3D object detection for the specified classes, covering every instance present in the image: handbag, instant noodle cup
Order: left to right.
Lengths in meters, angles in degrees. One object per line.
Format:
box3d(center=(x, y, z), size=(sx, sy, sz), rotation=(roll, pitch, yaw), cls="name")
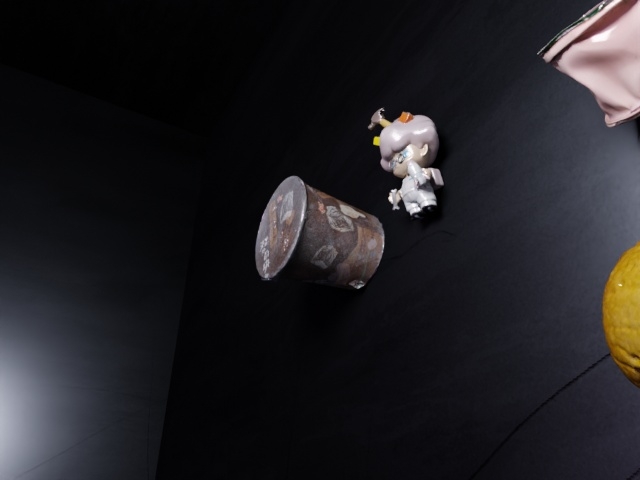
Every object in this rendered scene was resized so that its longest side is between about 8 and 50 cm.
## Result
box3d(center=(0.000, 0.000, 1.050), size=(0.217, 0.208, 0.217), rotation=(-40, 42, 48), cls="instant noodle cup")
box3d(center=(0.345, -0.224, 0.529), size=(0.179, 0.116, 0.205), rotation=(-41, -2, -33), cls="handbag")

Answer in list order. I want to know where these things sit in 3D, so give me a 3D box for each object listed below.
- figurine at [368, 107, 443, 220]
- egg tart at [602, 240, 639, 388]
box3d(center=(0.167, -0.149, 0.931), size=(0.137, 0.112, 0.228), rotation=(133, 132, -56), cls="figurine")
box3d(center=(0.330, 0.057, 0.394), size=(0.147, 0.203, 0.202), rotation=(174, 111, -75), cls="egg tart")
